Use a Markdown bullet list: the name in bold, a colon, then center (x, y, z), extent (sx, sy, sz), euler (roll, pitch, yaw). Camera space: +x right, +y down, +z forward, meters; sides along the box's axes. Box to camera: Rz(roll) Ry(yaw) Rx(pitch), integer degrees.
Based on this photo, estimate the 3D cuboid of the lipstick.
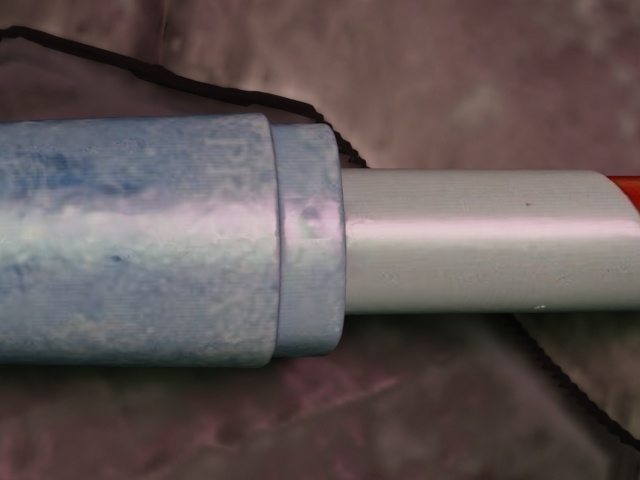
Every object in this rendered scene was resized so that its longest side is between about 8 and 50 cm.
- **lipstick**: center (0.000, 0.000, 0.522), extent (0.274, 0.061, 0.068), euler (-1, 79, -11)
